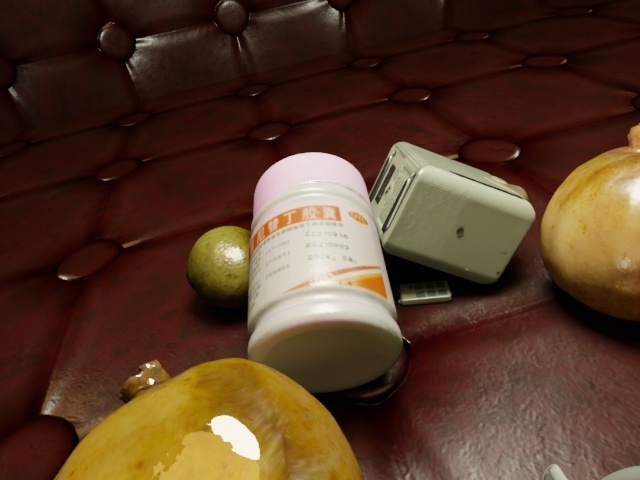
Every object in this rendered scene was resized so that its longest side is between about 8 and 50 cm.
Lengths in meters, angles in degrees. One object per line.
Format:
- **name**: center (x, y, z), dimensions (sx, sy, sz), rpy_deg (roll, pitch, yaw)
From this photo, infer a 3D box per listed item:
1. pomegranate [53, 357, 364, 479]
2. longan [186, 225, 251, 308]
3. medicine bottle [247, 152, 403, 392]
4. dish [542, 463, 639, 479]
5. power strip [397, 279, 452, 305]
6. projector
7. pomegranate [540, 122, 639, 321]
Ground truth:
- **pomegranate**: center (-0.091, 0.253, 0.393), dimensions (0.307, 0.308, 0.307), rpy_deg (-8, 36, 6)
- **longan**: center (-0.149, 0.042, 0.793), dimensions (0.176, 0.145, 0.155), rpy_deg (-20, 64, -6)
- **medicine bottle**: center (-0.006, 0.038, 0.666), dimensions (0.202, 0.202, 0.316), rpy_deg (-10, 47, 3)
- **dish**: center (0.328, 0.277, 0.396), dimensions (0.246, 0.078, 0.224), rpy_deg (16, 45, 33)
- **power strip**: center (0.175, 0.088, 0.749), dimensions (0.090, 0.016, 0.040), rpy_deg (-6, 36, 7)
- **projector**: center (0.213, -0.045, 0.743), dimensions (0.242, 0.164, 0.177), rpy_deg (17, 24, -12)
- **pomegranate**: center (0.445, -0.031, 0.622), dimensions (0.251, 0.271, 0.229), rpy_deg (-22, 28, -26)
